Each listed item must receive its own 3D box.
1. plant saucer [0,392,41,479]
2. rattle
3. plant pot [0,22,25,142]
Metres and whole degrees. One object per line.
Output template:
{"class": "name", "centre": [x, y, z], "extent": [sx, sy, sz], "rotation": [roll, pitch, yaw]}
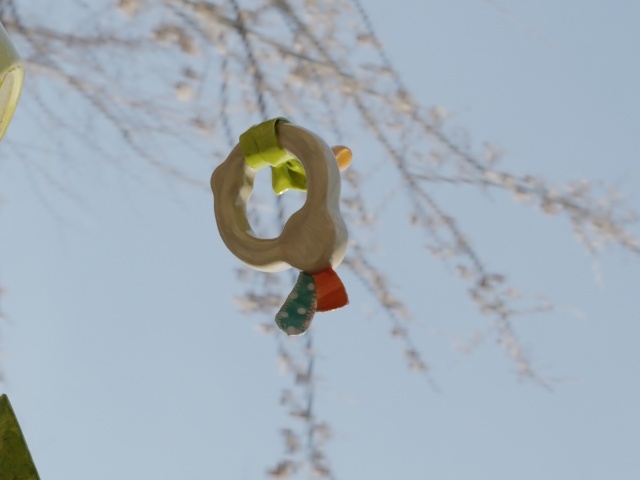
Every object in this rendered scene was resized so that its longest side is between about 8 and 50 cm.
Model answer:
{"class": "plant saucer", "centre": [-0.178, 0.196, 1.018], "extent": [0.188, 0.045, 0.188], "rotation": [67, -20, 7]}
{"class": "rattle", "centre": [0.000, 0.000, 1.490], "extent": [0.130, 0.143, 0.199], "rotation": [-39, -121, 5]}
{"class": "plant pot", "centre": [-0.166, -0.058, 0.650], "extent": [0.134, 0.095, 0.134], "rotation": [-62, 180, -1]}
